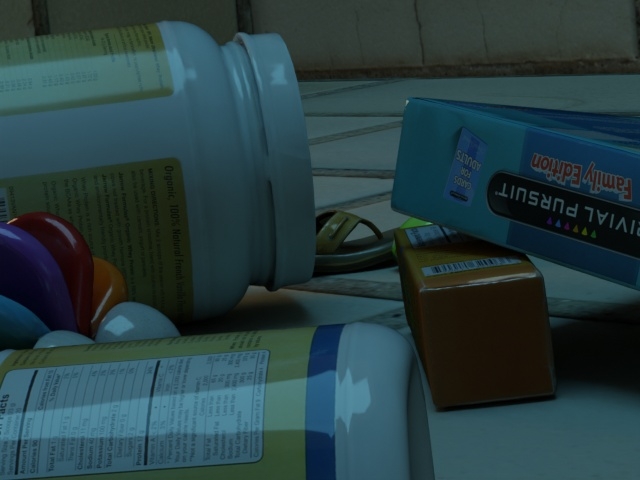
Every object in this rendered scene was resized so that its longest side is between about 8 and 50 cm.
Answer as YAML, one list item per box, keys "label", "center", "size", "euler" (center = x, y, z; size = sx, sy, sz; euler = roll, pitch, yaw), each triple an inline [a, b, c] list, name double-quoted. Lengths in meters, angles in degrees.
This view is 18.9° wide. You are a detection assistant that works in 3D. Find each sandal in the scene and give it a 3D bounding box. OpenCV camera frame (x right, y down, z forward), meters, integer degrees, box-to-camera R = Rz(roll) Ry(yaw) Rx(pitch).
- label: "sandal"
  center: [0.000, 0.000, 1.615]
  size: [0.180, 0.049, 0.072]
  euler: [-7, 9, -9]

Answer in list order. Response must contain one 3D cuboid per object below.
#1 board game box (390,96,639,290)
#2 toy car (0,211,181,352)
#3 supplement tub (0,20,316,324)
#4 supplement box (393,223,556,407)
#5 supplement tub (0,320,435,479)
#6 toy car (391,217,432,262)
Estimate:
- label: "board game box"
  center: [0.247, -0.016, 1.175]
  size: [0.254, 0.079, 0.336]
  euler: [1, 12, -37]
- label: "toy car"
  center: [-0.176, 0.053, 1.125]
  size: [0.159, 0.136, 0.182]
  euler: [-1, 10, 26]
- label: "supplement tub"
  center: [-0.175, -0.042, 1.428]
  size: [0.316, 0.228, 0.228]
  euler: [-7, 9, -9]
- label: "supplement box"
  center: [0.094, 0.040, 1.217]
  size: [0.080, 0.078, 0.233]
  euler: [-8, 9, 2]
- label: "supplement tub"
  center: [-0.061, 0.107, 0.687]
  size: [0.200, 0.144, 0.144]
  euler: [-5, 9, 7]
- label: "toy car"
  center: [0.161, -0.032, 1.593]
  size: [0.225, 0.053, 0.239]
  euler: [-18, 27, -22]
